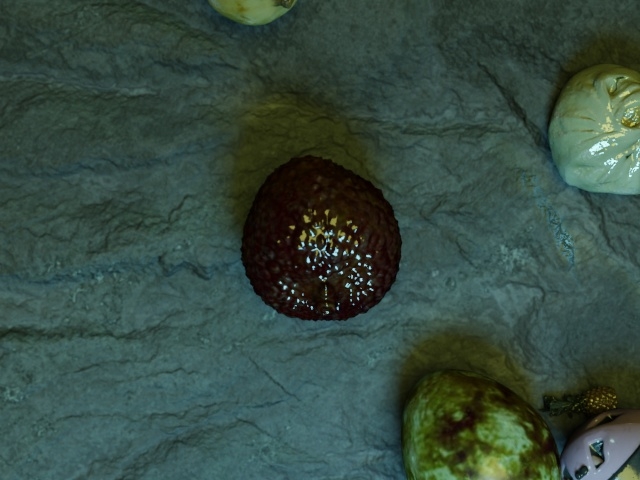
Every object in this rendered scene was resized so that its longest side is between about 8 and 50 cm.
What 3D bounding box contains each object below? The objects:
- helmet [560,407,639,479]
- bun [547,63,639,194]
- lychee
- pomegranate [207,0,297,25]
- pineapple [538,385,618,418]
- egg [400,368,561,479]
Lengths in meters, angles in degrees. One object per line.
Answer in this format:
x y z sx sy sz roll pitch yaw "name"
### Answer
0.471 0.344 1.724 0.154 0.253 0.198 41 122 8 "helmet"
0.494 -0.186 1.795 0.231 0.133 0.231 1 86 -7 "bun"
0.000 0.000 1.684 0.260 0.260 0.260 0 88 -6 "lychee"
-0.102 -0.433 1.720 0.196 0.196 0.196 0 88 -6 "pomegranate"
0.432 0.271 1.810 0.124 0.058 0.058 1 88 -2 "pineapple"
0.246 0.335 1.698 0.238 0.238 0.289 -24 71 -6 "egg"
